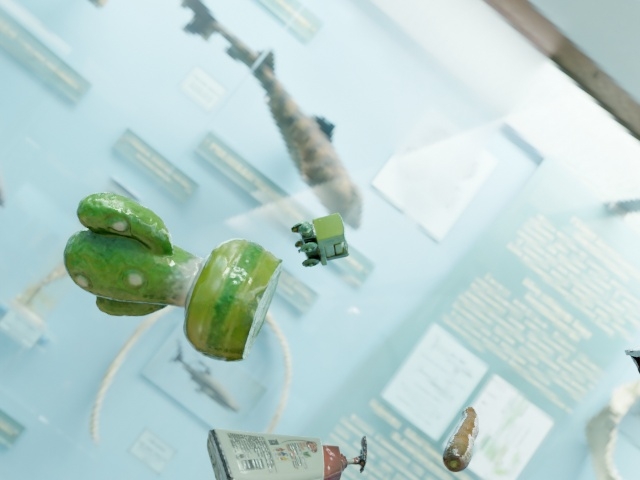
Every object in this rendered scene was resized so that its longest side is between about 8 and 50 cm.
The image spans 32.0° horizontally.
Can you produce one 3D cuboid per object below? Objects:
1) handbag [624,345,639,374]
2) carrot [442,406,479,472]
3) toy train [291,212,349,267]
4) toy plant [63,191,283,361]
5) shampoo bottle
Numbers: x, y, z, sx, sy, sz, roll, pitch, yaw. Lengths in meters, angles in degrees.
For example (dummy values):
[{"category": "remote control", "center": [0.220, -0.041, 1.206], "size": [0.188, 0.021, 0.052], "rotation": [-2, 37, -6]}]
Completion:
[{"category": "handbag", "center": [0.525, 0.119, 1.386], "size": [0.275, 0.260, 0.084], "rotation": [51, 18, -77]}, {"category": "carrot", "center": [0.234, 0.316, 1.818], "size": [0.047, 0.047, 0.191], "rotation": [37, 26, 2]}, {"category": "toy train", "center": [0.000, 0.000, 1.676], "size": [0.122, 0.081, 0.050], "rotation": [74, 0, -68]}, {"category": "toy plant", "center": [-0.231, 0.054, 1.673], "size": [0.316, 0.184, 0.224], "rotation": [22, -47, 3]}, {"category": "shampoo bottle", "center": [-0.043, 0.384, 1.927], "size": [0.284, 0.071, 0.153], "rotation": [2, 33, -21]}]
